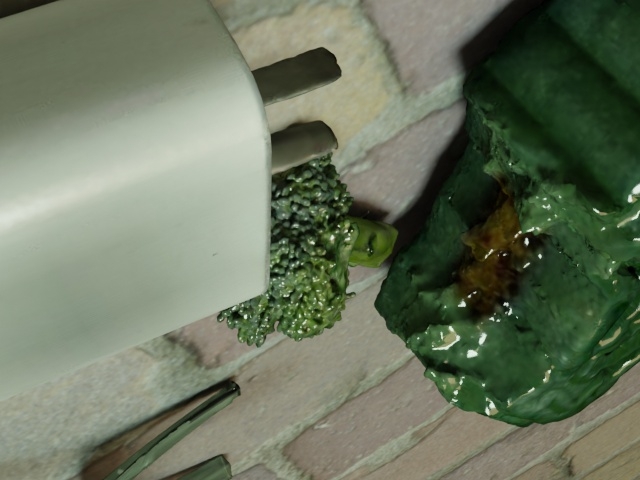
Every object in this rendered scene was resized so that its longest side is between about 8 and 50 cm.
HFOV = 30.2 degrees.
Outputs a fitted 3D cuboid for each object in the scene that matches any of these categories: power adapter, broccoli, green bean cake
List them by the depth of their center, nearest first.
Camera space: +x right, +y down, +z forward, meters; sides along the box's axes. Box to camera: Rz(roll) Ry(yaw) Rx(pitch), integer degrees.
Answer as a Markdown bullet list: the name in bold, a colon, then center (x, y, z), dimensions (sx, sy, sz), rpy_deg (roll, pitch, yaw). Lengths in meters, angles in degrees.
- **power adapter**: center (-0.105, -0.033, 0.606), dimensions (0.255, 0.124, 0.187), rpy_deg (-23, 151, -17)
- **broccoli**: center (-0.002, 0.002, 0.797), dimensions (0.118, 0.122, 0.204), rpy_deg (-30, 168, 27)
- **green bean cake**: center (0.184, -0.010, 0.838), dimensions (0.308, 0.169, 0.300), rpy_deg (-43, 152, 10)

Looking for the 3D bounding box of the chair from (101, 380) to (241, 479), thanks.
- **chair**: center (-0.145, 0.242, 0.913), dimensions (0.274, 0.203, 0.191), rpy_deg (-26, 140, -26)
